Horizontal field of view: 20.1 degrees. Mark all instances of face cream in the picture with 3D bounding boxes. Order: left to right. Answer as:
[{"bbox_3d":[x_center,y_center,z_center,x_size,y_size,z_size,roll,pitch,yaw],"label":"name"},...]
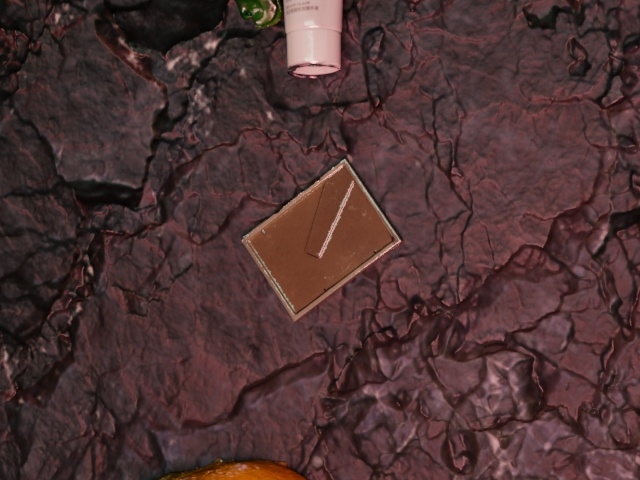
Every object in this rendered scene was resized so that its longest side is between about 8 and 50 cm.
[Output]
[{"bbox_3d":[-0.007,-0.292,1.878,0.092,0.058,0.243,-5,82,26],"label":"face cream"}]

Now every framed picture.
[{"bbox_3d":[0.000,0.000,1.895,0.149,0.011,0.109,-37,78,17],"label":"framed picture"}]

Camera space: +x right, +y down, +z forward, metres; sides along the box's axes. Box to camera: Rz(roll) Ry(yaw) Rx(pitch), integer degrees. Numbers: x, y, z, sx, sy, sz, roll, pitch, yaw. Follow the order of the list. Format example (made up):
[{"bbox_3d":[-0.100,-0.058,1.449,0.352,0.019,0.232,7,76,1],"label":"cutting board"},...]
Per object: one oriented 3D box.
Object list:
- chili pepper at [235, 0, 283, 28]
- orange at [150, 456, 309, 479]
[{"bbox_3d":[-0.109,-0.317,1.913,0.108,0.062,0.216,-35,78,24],"label":"chili pepper"},{"bbox_3d":[-0.124,0.371,1.903,0.310,0.274,0.274,-15,83,52],"label":"orange"}]
